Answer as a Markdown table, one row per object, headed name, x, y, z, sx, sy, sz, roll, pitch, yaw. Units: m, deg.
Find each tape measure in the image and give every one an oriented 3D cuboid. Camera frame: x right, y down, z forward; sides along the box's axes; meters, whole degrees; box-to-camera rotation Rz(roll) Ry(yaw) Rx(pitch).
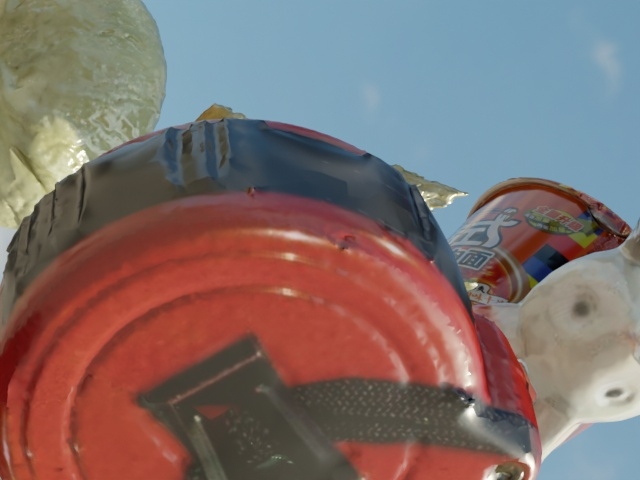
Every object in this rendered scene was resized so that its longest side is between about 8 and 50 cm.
| name | x | y | z | sx | sy | sz | roll | pitch | yaw |
| --- | --- | --- | --- | --- | --- | --- | --- | --- | --- |
| tape measure | -0.042 | 0.072 | 0.851 | 0.260 | 0.253 | 0.114 | 52 | 14 | -29 |

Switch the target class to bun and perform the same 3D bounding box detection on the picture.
| name | x | y | z | sx | sy | sz | roll | pitch | yaw |
| --- | --- | --- | --- | --- | --- | --- | --- | --- | --- |
| bun | -0.251 | -0.134 | 1.613 | 0.153 | 0.244 | 0.244 | 24 | 30 | -57 |

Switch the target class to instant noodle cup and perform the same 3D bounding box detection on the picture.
| name | x | y | z | sx | sy | sz | roll | pitch | yaw |
| --- | --- | --- | --- | --- | --- | --- | --- | --- | --- |
| instant noodle cup | 0.174 | 0.092 | 1.659 | 0.250 | 0.192 | 0.250 | 26 | -48 | 32 |

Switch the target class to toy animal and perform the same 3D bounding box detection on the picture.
| name | x | y | z | sx | sy | sz | roll | pitch | yaw |
| --- | --- | --- | --- | --- | --- | --- | --- | --- | --- |
| toy animal | 0.187 | 0.051 | 1.040 | 0.140 | 0.282 | 0.138 | 69 | -19 | 0 |

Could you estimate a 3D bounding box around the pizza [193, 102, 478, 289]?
| name | x | y | z | sx | sy | sz | roll | pitch | yaw |
| --- | --- | --- | --- | --- | --- | --- | --- | --- | --- |
| pizza | 0.000 | 0.000 | 1.413 | 0.034 | 0.262 | 0.181 | 151 | -50 | -82 |
